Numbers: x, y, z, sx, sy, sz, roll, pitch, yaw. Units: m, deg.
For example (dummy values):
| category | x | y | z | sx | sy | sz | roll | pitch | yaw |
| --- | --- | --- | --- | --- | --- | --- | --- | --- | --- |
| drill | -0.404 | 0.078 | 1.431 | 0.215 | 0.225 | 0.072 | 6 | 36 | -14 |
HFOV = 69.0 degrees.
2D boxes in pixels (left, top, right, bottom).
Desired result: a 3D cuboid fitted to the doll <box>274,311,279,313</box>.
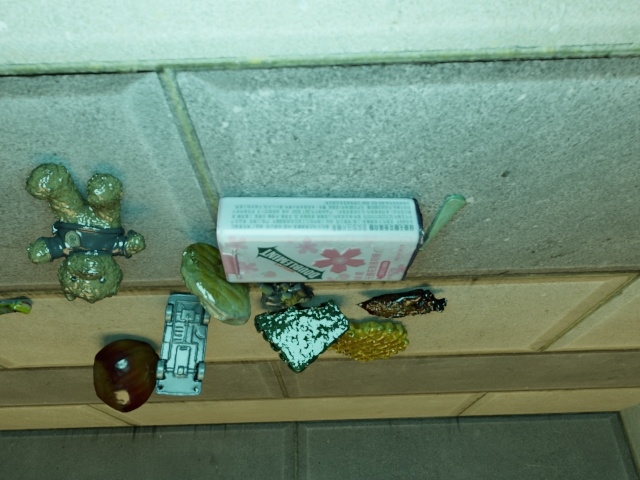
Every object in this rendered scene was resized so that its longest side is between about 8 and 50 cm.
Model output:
| category | x | y | z | sx | sy | sz | roll | pitch | yaw |
| --- | --- | --- | --- | --- | --- | --- | --- | --- | --- |
| doll | -0.081 | 0.252 | 1.354 | 0.151 | 0.077 | 0.115 | 21 | 133 | -15 |

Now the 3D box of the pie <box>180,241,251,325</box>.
| category | x | y | z | sx | sy | sz | roll | pitch | yaw |
| --- | --- | --- | --- | --- | --- | --- | --- | --- | --- |
| pie | -0.209 | 0.082 | 0.945 | 0.046 | 0.195 | 0.195 | -39 | 138 | 13 |

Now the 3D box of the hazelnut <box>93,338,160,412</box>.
| category | x | y | z | sx | sy | sz | roll | pitch | yaw |
| --- | --- | --- | --- | --- | --- | --- | --- | --- | --- |
| hazelnut | -0.621 | 0.428 | 1.506 | 0.217 | 0.217 | 0.251 | -1 | 126 | -2 |

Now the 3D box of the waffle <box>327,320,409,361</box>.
| category | x | y | z | sx | sy | sz | roll | pitch | yaw |
| --- | --- | --- | --- | --- | --- | --- | --- | --- | --- |
| waffle | 0.143 | 0.322 | 1.489 | 0.284 | 0.065 | 0.309 | 1 | 146 | -8 |

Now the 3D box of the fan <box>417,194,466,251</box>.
| category | x | y | z | sx | sy | sz | roll | pitch | yaw |
| --- | --- | --- | --- | --- | --- | --- | --- | --- | --- |
| fan | 0.234 | -0.031 | 0.936 | 0.038 | 0.016 | 0.193 | 7 | 148 | -10 |

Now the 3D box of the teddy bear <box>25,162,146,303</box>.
| category | x | y | z | sx | sy | sz | roll | pitch | yaw |
| --- | --- | --- | --- | --- | --- | --- | --- | --- | --- |
| teddy bear | -0.402 | -0.015 | 0.816 | 0.182 | 0.129 | 0.251 | 3 | 110 | -12 |

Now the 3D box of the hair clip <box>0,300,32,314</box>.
| category | x | y | z | sx | sy | sz | roll | pitch | yaw |
| --- | --- | --- | --- | --- | --- | --- | --- | --- | --- |
| hair clip | -0.837 | 0.185 | 1.230 | 0.189 | 0.033 | 0.060 | -13 | 150 | 13 |

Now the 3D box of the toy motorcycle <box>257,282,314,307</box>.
| category | x | y | z | sx | sy | sz | roll | pitch | yaw |
| --- | --- | --- | --- | --- | --- | --- | --- | --- | --- |
| toy motorcycle | -0.097 | 0.128 | 1.144 | 0.124 | 0.061 | 0.193 | -18 | 155 | 13 |

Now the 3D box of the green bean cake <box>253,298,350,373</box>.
| category | x | y | z | sx | sy | sz | roll | pitch | yaw |
| --- | --- | --- | --- | --- | --- | --- | --- | --- | --- |
| green bean cake | -0.046 | 0.225 | 1.254 | 0.208 | 0.193 | 0.107 | -40 | 166 | -5 |

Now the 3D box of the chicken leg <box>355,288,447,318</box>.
| category | x | y | z | sx | sy | sz | roll | pitch | yaw |
| --- | --- | --- | --- | --- | --- | --- | --- | --- | --- |
| chicken leg | 0.215 | 0.167 | 1.226 | 0.234 | 0.063 | 0.105 | -8 | 144 | 12 |

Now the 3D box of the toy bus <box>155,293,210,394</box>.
| category | x | y | z | sx | sy | sz | roll | pitch | yaw |
| --- | --- | --- | --- | --- | --- | --- | --- | --- | --- |
| toy bus | -0.352 | 0.269 | 1.199 | 0.114 | 0.246 | 0.134 | 7 | 160 | -16 |

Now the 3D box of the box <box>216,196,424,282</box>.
| category | x | y | z | sx | sy | sz | roll | pitch | yaw |
| --- | --- | --- | --- | --- | --- | --- | --- | --- | --- |
| box | 0.000 | 0.000 | 0.891 | 0.370 | 0.112 | 0.190 | -1 | 150 | -6 |
